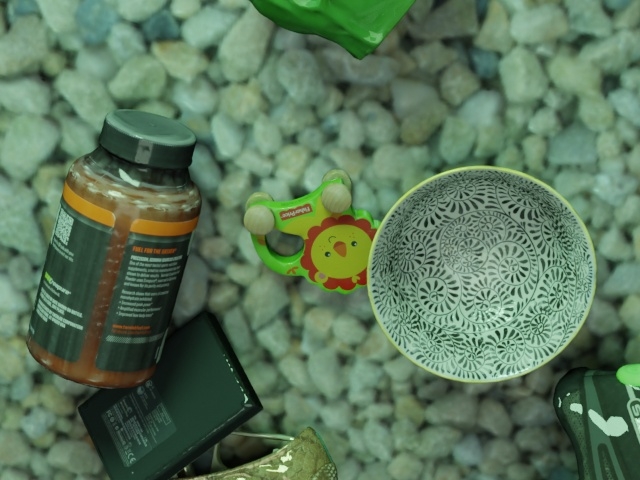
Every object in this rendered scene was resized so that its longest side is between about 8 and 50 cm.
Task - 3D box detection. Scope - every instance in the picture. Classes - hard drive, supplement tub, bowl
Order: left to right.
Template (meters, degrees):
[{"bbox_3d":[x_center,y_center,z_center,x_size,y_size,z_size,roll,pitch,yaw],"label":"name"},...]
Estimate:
[{"bbox_3d":[-0.150,0.005,1.264,0.106,0.106,0.198,16,109,-4],"label":"supplement tub"},{"bbox_3d":[-0.119,0.131,1.320,0.135,0.022,0.094,-37,61,13],"label":"hard drive"},{"bbox_3d":[0.120,0.015,1.271,0.170,0.080,0.170,1,108,2],"label":"bowl"}]

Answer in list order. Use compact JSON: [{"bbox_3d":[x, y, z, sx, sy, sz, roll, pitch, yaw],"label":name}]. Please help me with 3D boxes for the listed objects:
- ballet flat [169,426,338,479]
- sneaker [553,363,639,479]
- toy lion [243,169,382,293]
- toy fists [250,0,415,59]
[{"bbox_3d":[-0.090,0.190,1.354,0.206,0.073,0.067,-11,81,3],"label":"ballet flat"},{"bbox_3d":[0.215,0.310,1.341,0.202,0.185,0.483,16,106,16],"label":"sneaker"},{"bbox_3d":[0.000,0.000,1.299,0.100,0.034,0.096,-15,115,7],"label":"toy lion"},{"bbox_3d":[0.044,-0.269,1.174,0.142,0.096,0.279,34,105,-20],"label":"toy fists"}]
